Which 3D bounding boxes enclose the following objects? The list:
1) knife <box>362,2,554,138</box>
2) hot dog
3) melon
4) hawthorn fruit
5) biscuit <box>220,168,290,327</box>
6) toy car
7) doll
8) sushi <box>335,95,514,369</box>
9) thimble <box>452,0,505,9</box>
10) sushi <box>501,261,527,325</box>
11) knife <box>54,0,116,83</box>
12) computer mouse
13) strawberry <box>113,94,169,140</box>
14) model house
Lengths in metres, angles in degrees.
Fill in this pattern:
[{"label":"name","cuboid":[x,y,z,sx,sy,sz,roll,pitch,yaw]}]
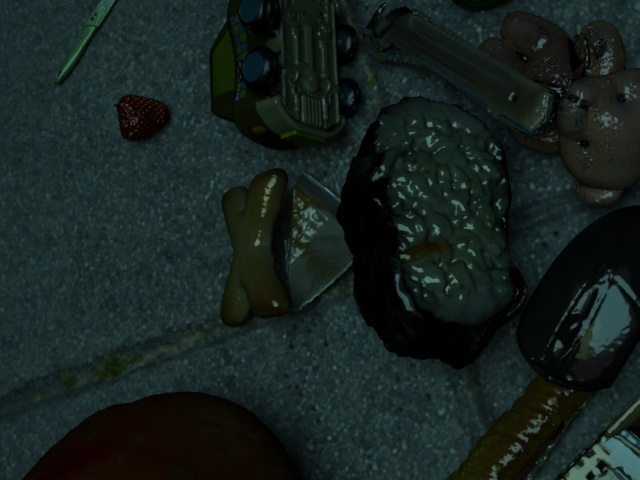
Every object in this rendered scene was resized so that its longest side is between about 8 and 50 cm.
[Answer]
[{"label":"knife","cuboid":[0.182,-0.232,1.257,0.365,0.043,0.089,43,118,44]},{"label":"hot dog","cuboid":[0.244,0.262,1.181,0.083,0.068,0.289,39,95,29]},{"label":"melon","cuboid":[0.005,0.001,1.307,0.139,0.093,0.202,4,86,12]},{"label":"hawthorn fruit","cuboid":[-0.209,0.375,1.151,0.403,0.403,0.403,-4,78,19]},{"label":"biscuit","cuboid":[-0.098,0.013,1.323,0.164,0.047,0.208,-21,66,56]},{"label":"toy car","cuboid":[-0.077,-0.250,1.350,0.198,0.204,0.248,-11,77,41]},{"label":"doll","cuboid":[0.314,-0.195,1.204,0.303,0.156,0.201,44,108,26]},{"label":"sushi","cuboid":[0.134,-0.009,1.196,0.211,0.171,0.350,-1,64,-15]},{"label":"thimble","cuboid":[0.230,-0.388,1.302,0.130,0.090,0.118,1,78,20]},{"label":"sushi","cuboid":[0.246,0.064,1.229,0.050,0.047,0.099,-9,79,15]},{"label":"knife","cuboid":[-0.387,-0.348,1.556,0.030,0.014,0.207,34,90,22]},{"label":"computer mouse","cuboid":[0.349,0.056,1.143,0.137,0.086,0.270,31,78,34]},{"label":"strawberry","cuboid":[-0.279,-0.194,1.459,0.083,0.073,0.073,-10,76,2]},{"label":"model house","cuboid":[0.426,0.264,1.062,0.271,0.178,0.206,-46,70,3]}]
